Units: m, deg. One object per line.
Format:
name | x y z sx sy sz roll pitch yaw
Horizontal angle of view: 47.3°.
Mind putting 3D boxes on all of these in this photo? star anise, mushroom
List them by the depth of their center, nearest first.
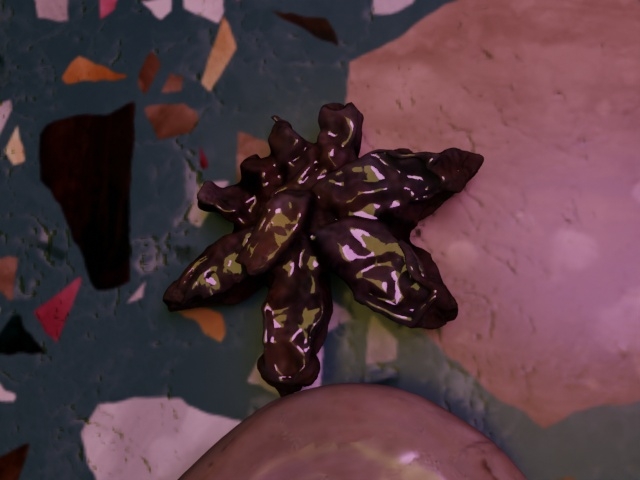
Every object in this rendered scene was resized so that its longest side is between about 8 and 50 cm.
mushroom | 0.003 0.225 0.386 0.293 0.290 0.292 -3 77 13
star anise | -0.004 0.006 0.520 0.214 0.099 0.220 24 87 22
